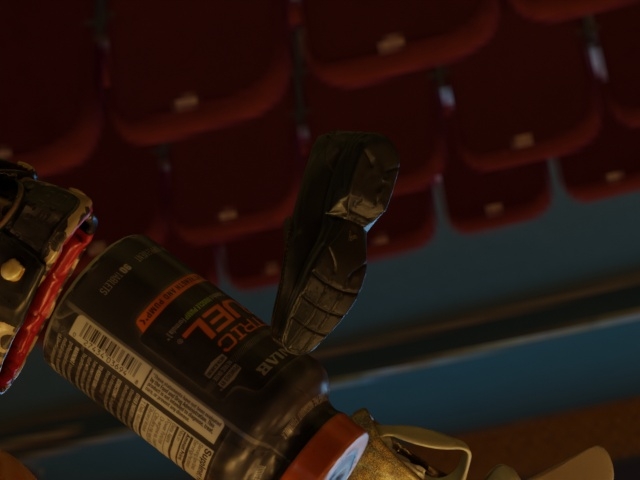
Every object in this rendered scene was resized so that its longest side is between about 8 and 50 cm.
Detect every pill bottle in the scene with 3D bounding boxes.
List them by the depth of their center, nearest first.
[{"bbox_3d":[-0.083,0.113,1.414,0.130,0.246,0.130,-50,165,-19],"label":"pill bottle"}]

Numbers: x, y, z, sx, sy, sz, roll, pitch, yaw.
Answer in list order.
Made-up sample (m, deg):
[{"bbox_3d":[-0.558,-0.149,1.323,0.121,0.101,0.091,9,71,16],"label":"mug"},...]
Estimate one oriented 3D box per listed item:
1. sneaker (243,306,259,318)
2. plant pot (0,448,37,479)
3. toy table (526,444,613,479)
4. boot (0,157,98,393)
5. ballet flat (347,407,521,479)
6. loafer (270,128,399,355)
[{"bbox_3d":[-0.113,0.158,1.893,0.094,0.235,0.153,21,107,-40],"label":"sneaker"},{"bbox_3d":[-0.352,0.306,1.650,0.205,0.205,0.188,-11,-162,5],"label":"plant pot"},{"bbox_3d":[0.123,0.267,1.275,0.252,0.161,0.274,-24,165,-14],"label":"toy table"},{"bbox_3d":[-0.283,-0.077,1.231,0.284,0.138,0.377,30,125,2],"label":"boot"},{"bbox_3d":[0.155,0.284,2.029,0.349,0.123,0.123,27,148,-20],"label":"ballet flat"},{"bbox_3d":[0.000,0.000,1.321,0.061,0.170,0.062,15,167,41],"label":"loafer"}]
